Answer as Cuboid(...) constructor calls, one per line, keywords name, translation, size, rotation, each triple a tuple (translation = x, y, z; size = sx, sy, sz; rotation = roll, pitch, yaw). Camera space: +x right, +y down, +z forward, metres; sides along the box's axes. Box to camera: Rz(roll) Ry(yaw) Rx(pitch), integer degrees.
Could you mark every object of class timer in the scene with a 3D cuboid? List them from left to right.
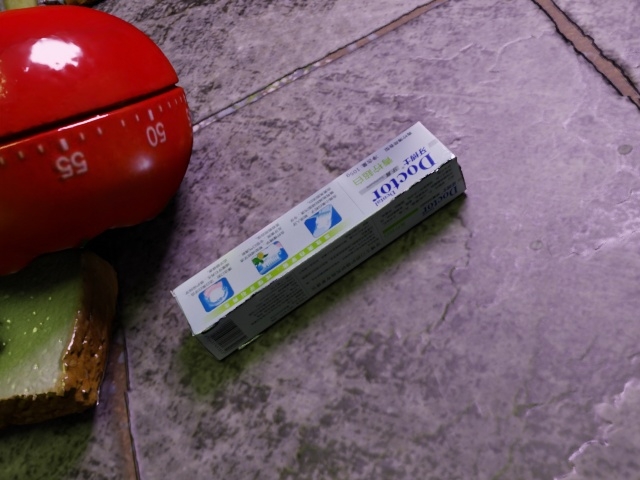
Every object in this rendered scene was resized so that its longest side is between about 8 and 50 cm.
Cuboid(name="timer", translation=(-0.345, -0.126, 0.917), size=(0.378, 0.279, 0.378), rotation=(-15, 14, 4))

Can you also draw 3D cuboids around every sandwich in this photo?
Cuboid(name="sandwich", translation=(-0.366, 0.129, 0.908), size=(0.251, 0.087, 0.226), rotation=(-17, 49, 15))

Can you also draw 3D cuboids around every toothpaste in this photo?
Cuboid(name="toothpaste", translation=(0.000, 0.000, 0.848), size=(0.337, 0.067, 0.081), rotation=(-34, 49, -2))

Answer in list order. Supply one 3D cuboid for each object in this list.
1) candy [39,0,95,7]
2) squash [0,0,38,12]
Cuboid(name="candy", translation=(-0.430, -0.447, 1.385), size=(0.182, 0.053, 0.046), rotation=(-13, 59, 18))
Cuboid(name="squash", translation=(-0.558, -0.415, 1.398), size=(0.095, 0.094, 0.341), rotation=(-29, 52, 3))
